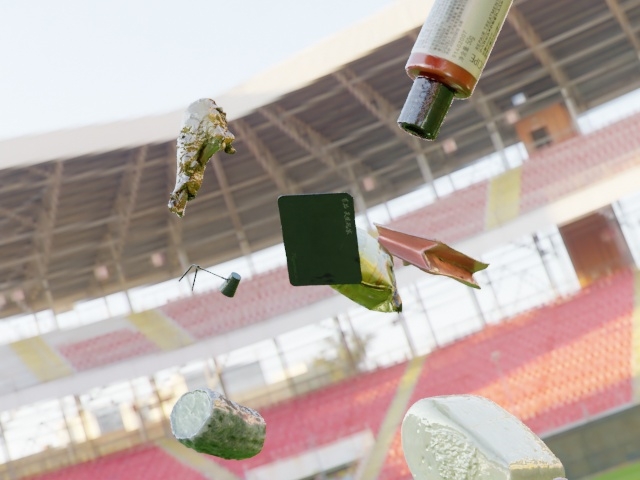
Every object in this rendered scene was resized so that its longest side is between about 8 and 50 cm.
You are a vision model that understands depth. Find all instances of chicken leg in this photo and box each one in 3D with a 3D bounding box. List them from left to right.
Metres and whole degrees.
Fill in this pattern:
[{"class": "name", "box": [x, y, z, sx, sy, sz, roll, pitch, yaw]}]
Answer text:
[{"class": "chicken leg", "box": [-0.206, -0.138, 2.065, 0.101, 0.207, 0.085, 14, -7, 19]}]

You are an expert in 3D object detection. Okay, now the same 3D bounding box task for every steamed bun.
[{"class": "steamed bun", "box": [0.263, 0.367, 2.019, 0.200, 0.250, 0.155, 4, -59, -49]}]

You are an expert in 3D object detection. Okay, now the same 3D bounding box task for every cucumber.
[{"class": "cucumber", "box": [-0.102, 0.192, 1.246, 0.064, 0.064, 0.112, -25, -33, 23]}]

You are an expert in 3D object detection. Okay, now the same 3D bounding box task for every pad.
[{"class": "pad", "box": [0.000, 0.000, 1.784, 0.112, 0.157, 0.003, -3, 30, 9]}]

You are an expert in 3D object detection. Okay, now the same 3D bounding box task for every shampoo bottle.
[{"class": "shampoo bottle", "box": [0.190, -0.276, 1.741, 0.104, 0.278, 0.104, 24, -6, 3]}]

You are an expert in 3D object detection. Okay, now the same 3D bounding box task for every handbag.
[{"class": "handbag", "box": [0.188, 0.028, 2.122, 0.157, 0.059, 0.212, 19, -1, 33]}]

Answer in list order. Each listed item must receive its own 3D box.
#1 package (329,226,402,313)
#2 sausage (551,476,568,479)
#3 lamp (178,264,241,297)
[{"class": "package", "box": [0.058, 0.039, 1.947, 0.090, 0.168, 0.226, -56, 7, 16]}, {"class": "sausage", "box": [0.311, 0.432, 1.766, 0.197, 0.076, 0.076, -50, -5, -17]}, {"class": "lamp", "box": [-0.187, 0.069, 2.151, 0.121, 0.041, 0.054, 7, -54, -45]}]
